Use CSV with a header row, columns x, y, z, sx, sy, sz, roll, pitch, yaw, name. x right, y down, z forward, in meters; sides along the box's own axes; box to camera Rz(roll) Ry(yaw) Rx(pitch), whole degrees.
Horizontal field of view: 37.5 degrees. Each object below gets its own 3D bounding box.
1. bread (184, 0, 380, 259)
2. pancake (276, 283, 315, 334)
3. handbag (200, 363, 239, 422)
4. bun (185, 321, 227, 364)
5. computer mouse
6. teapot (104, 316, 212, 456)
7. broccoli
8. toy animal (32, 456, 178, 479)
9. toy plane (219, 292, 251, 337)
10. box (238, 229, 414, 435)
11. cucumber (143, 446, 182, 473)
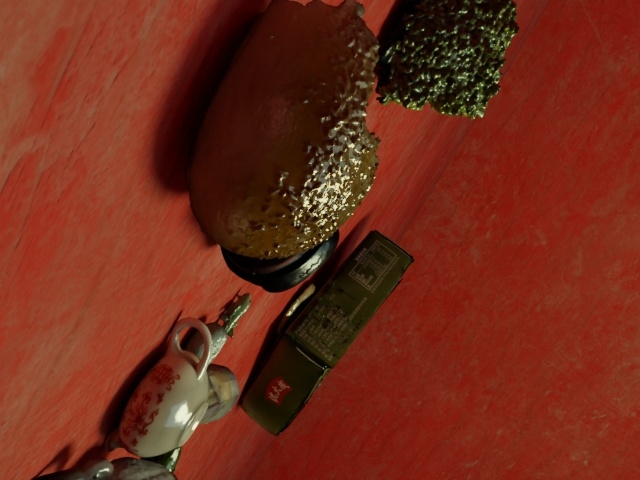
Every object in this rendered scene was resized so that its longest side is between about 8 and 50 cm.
x,y,z,sx,sy,sz,roll,pitch,yaw,name
-0.039,-0.081,0.935,0.192,0.171,0.314,-54,171,-33,bread
-0.054,0.150,2.090,0.139,0.022,0.139,-52,175,-7,pancake
-0.197,0.246,1.495,0.117,0.095,0.173,-25,171,6,handbag
-0.177,0.157,1.429,0.083,0.045,0.083,-53,167,-18,bun
-0.060,-0.014,1.168,0.137,0.096,0.233,-46,-161,-9,computer mouse
-0.214,0.219,1.325,0.246,0.116,0.159,-63,159,9,teapot
0.207,-0.288,1.434,0.243,0.180,0.273,-61,170,22,broccoli
-0.282,0.353,1.303,0.195,0.090,0.324,-24,157,-21,toy animal
-0.140,0.120,1.531,0.083,0.033,0.080,-61,171,-10,toy plane
0.014,0.220,2.243,0.420,0.138,0.373,-47,173,-39,box
-0.303,0.429,1.660,0.227,0.069,0.069,-59,170,7,cucumber
